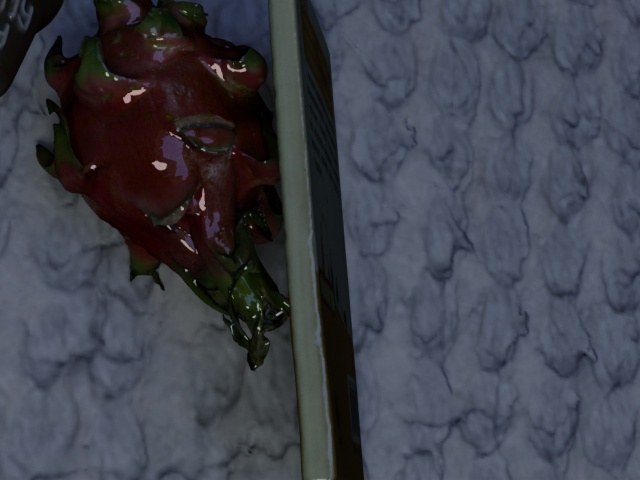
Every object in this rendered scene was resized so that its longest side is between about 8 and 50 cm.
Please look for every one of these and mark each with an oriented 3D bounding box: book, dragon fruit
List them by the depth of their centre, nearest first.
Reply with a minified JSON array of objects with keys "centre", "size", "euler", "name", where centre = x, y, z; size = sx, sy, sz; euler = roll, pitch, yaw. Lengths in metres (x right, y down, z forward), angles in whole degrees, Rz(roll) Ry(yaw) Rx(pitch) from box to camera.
[{"centre":[-0.081,-0.034,0.953],"size":[0.135,0.137,0.236],"euler":[-24,88,-15],"name":"dragon fruit"},{"centre":[0.000,0.000,0.960],"size":[0.020,0.208,0.295],"euler":[-6,79,6],"name":"book"}]

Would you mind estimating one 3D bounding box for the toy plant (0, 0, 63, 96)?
[{"centre":[-0.201,-0.175,0.946],"size":[0.143,0.105,0.200],"euler":[21,58,-30],"name":"toy plant"}]
